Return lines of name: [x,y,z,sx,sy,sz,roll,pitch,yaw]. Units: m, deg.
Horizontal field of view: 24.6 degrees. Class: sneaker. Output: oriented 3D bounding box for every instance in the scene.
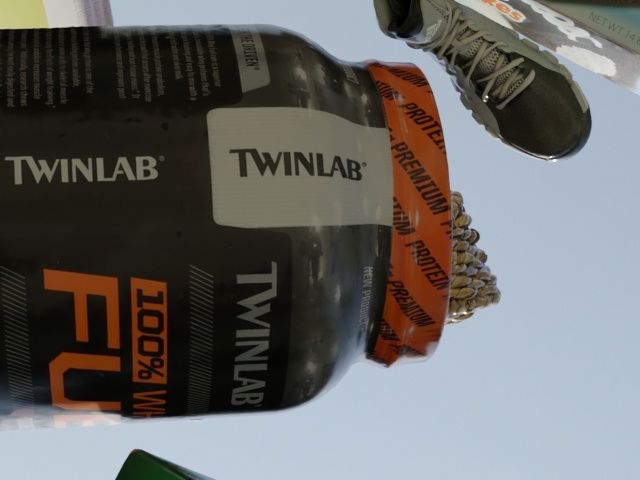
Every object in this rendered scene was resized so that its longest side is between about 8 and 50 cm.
sneaker: [0.113,-0.149,1.181,0.228,0.132,0.086,49,-66,18]

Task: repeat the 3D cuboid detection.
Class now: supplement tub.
supplement tub: [-0.114,-0.007,0.757,0.338,0.207,0.207,-3,-127,-9]

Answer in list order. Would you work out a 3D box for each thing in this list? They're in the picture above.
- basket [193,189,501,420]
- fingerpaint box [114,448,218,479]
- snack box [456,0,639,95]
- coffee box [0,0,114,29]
basket: [0.000,0.000,1.279,0.213,0.299,0.223,-27,-99,38]
fingerpaint box: [0.112,0.305,0.813,0.445,0.371,0.163,24,-98,29]
snack box: [0.175,-0.201,0.863,0.322,0.060,0.187,28,-102,7]
coffee box: [-0.351,-0.196,0.963,0.334,0.338,0.337,-25,-108,-12]
